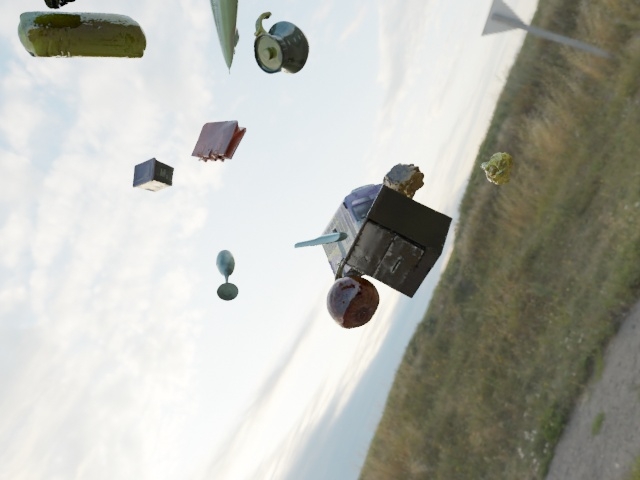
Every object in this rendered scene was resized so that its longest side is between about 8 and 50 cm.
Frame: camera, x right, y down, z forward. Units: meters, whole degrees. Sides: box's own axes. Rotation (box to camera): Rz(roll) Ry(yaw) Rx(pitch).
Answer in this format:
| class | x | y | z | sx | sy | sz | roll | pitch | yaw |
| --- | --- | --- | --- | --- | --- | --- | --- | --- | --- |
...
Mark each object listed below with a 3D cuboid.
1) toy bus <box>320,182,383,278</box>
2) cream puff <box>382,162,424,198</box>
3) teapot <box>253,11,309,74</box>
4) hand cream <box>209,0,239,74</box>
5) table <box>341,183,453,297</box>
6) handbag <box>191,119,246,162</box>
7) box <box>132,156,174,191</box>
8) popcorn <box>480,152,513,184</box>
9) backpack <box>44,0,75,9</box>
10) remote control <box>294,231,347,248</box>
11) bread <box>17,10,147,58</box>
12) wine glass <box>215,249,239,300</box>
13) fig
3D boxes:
| class | x | y | z | sx | sy | sz | roll | pitch | yaw |
| --- | --- | --- | --- | --- | --- | --- | --- | --- | --- |
| toy bus | 0.156 | -0.024 | 2.006 | 0.209 | 0.249 | 0.440 | -18 | -13 | -17 |
| cream puff | 0.227 | -0.156 | 1.607 | 0.094 | 0.122 | 0.116 | 73 | -152 | -45 |
| teapot | -0.105 | -0.486 | 1.438 | 0.119 | 0.165 | 0.130 | -35 | 2 | -42 |
| hand cream | -0.277 | -0.648 | 1.678 | 0.147 | 0.093 | 0.305 | -106 | 15 | -49 |
| table | 0.187 | 0.006 | 1.423 | 0.172 | 0.193 | 0.169 | -60 | -4 | -49 |
| handbag | -0.375 | -0.360 | 2.126 | 0.059 | 0.213 | 0.157 | 37 | -111 | -41 |
| box | -0.391 | -0.151 | 1.368 | 0.063 | 0.085 | 0.060 | 17 | -113 | -48 |
| popcorn | 0.454 | -0.188 | 1.516 | 0.084 | 0.084 | 0.084 | 21 | -90 | -77 |
| backpack | -0.775 | -0.789 | 1.675 | 0.140 | 0.253 | 0.207 | -49 | -63 | -22 |
| remote control | 0.000 | 0.000 | 1.766 | 0.061 | 0.162 | 0.029 | -2 | -97 | -61 |
| bread | -0.737 | -0.652 | 1.825 | 0.384 | 0.166 | 0.112 | -11 | -27 | -34 |
| wine glass | -0.493 | 0.107 | 2.637 | 0.096 | 0.264 | 0.309 | -47 | 28 | 15 |
| fig | 0.086 | 0.179 | 1.866 | 0.175 | 0.207 | 0.175 | -18 | -53 | -25 |
